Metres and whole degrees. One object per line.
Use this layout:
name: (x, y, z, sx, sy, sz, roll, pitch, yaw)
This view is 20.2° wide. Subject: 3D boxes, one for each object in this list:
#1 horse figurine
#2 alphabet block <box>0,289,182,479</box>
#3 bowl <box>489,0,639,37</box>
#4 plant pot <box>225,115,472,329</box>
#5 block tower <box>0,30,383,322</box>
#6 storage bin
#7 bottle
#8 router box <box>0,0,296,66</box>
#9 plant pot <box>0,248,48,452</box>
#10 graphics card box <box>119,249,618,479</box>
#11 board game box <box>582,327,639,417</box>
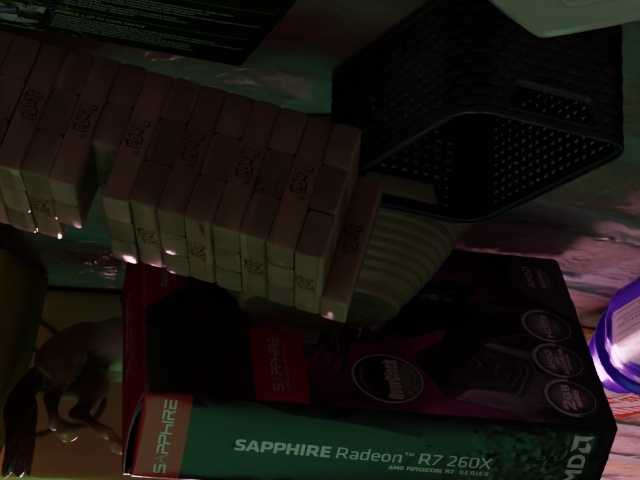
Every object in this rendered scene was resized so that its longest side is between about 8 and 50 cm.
horse figurine: (-0.164, 0.110, 1.539, 0.263, 0.174, 0.066, -20, 124, -14)
alphabet block: (-0.203, 0.161, 1.724, 0.197, 0.192, 0.193, 4, 160, -3)
bowl: (0.138, -0.153, 0.939, 0.142, 0.053, 0.142, -10, 159, 28)
plant pot: (0.000, 0.000, 1.334, 0.237, 0.110, 0.237, 3, 163, 1)
block tower: (-0.132, -0.050, 1.090, 0.335, 0.091, 0.097, 16, 157, 5)
storage bin: (0.094, -0.080, 1.117, 0.122, 0.084, 0.180, 11, 161, -26)
bottle: (0.308, 0.075, 1.554, 0.118, 0.092, 0.283, 5, 162, -14)
router box: (-0.104, -0.152, 0.976, 0.178, 0.046, 0.133, 9, 160, -20)
plant pot: (-0.359, 0.108, 1.521, 0.212, 0.187, 0.212, 2, 172, 2)
graphics card box: (0.030, 0.096, 1.431, 0.370, 0.233, 0.094, 7, 122, -10)
board game box: (0.276, 0.133, 1.815, 0.193, 0.045, 0.146, 11, 160, -27)
